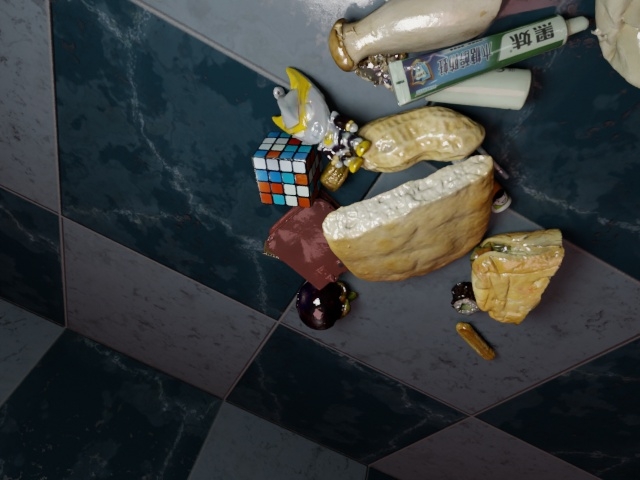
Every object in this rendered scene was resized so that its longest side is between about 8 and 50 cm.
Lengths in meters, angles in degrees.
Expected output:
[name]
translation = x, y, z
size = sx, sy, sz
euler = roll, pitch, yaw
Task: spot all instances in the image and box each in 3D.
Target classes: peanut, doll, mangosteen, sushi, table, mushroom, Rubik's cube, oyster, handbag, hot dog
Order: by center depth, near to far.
[mushroom]
translation = 0.184, -0.443, 0.860
size = 0.349, 0.128, 0.128
euler = -9, 128, 22
[oyster]
translation = 0.124, -0.407, 0.975
size = 0.148, 0.051, 0.103
euler = 18, 128, 17
[peanut]
translation = 0.227, -0.242, 1.020
size = 0.324, 0.153, 0.140
euler = 0, 134, 28
[doll]
translation = -0.012, -0.289, 1.048
size = 0.316, 0.103, 0.146
euler = 41, 157, 17
[Rubik's cube]
translation = -0.085, -0.200, 1.170
size = 0.154, 0.151, 0.155
euler = 6, 133, 13
[handbag]
translation = 0.000, 0.001, 1.337
size = 0.260, 0.084, 0.275
euler = -39, 112, 20
[sushi]
translation = 0.483, 0.187, 1.374
size = 0.094, 0.084, 0.098
euler = 39, 128, -12
[table]
translation = -0.145, 0.007, 1.437
size = 0.083, 0.070, 0.082
euler = 17, 134, 2
[mangosteen]
translation = 0.026, 0.225, 1.511
size = 0.230, 0.194, 0.194
euler = 1, 135, -10
[hot dog]
translation = 0.566, 0.363, 1.534
size = 0.215, 0.047, 0.066
euler = 43, 145, -21

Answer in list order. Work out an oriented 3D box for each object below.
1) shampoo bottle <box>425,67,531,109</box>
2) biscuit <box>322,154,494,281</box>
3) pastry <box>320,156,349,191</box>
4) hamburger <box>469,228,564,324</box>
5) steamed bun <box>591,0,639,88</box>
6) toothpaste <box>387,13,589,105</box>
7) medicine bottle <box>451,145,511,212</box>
[shampoo bottle]
translation = 0.320, -0.348, 0.935
size = 0.262, 0.085, 0.085
euler = 10, 134, 11
[biscuit]
translation = 0.247, -0.005, 1.142
size = 0.428, 0.104, 0.446
euler = -19, 146, 6
[pastry]
translation = 0.042, -0.189, 1.171
size = 0.057, 0.097, 0.109
euler = 34, 134, -14
[hamburger]
translation = 0.532, 0.082, 1.206
size = 0.208, 0.162, 0.330
euler = 14, 137, 10
[steamed bun]
translation = 0.634, -0.404, 0.657
size = 0.342, 0.255, 0.368
euler = -15, 126, 27
[toothpaste]
translation = 0.338, -0.383, 0.862
size = 0.391, 0.061, 0.099
euler = -15, 86, 11
[medicine bottle]
translation = 0.420, -0.173, 1.087
size = 0.220, 0.061, 0.092
euler = 40, 107, -18
